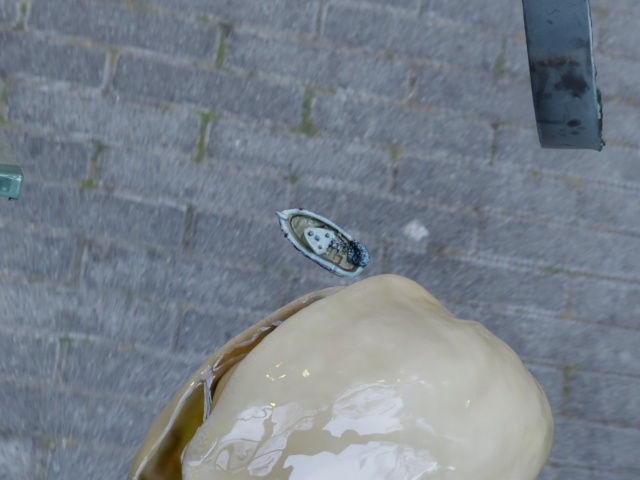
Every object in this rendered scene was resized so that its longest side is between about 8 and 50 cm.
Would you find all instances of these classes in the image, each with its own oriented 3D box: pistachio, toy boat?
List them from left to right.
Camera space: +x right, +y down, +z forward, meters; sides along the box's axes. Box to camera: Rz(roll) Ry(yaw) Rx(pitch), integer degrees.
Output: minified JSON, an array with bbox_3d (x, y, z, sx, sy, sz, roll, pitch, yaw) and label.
[{"bbox_3d":[0.000,0.000,1.151,0.083,0.038,0.038,32,75,1],"label":"toy boat"},{"bbox_3d":[0.018,0.137,0.965,0.318,0.193,0.213,-11,87,-40],"label":"pistachio"}]

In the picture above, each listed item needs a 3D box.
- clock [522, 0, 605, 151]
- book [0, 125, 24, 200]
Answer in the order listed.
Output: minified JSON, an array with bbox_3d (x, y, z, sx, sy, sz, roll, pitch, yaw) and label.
[{"bbox_3d":[0.243,-0.249,1.484,0.067,0.325,0.325,-6,78,11],"label":"clock"},{"bbox_3d":[-0.331,-0.087,0.864,0.283,0.215,0.025,8,111,-25],"label":"book"}]
